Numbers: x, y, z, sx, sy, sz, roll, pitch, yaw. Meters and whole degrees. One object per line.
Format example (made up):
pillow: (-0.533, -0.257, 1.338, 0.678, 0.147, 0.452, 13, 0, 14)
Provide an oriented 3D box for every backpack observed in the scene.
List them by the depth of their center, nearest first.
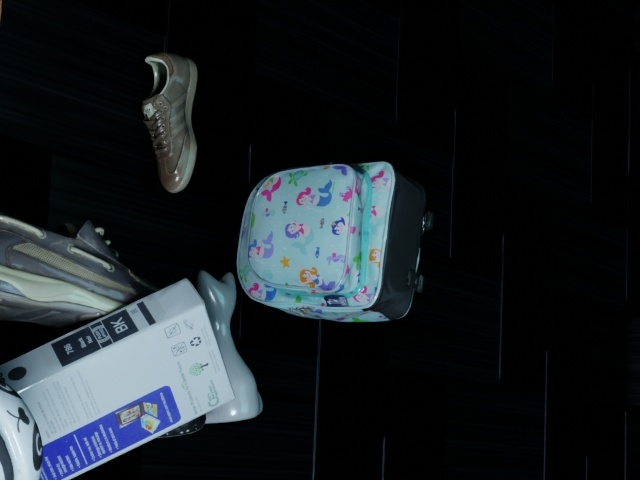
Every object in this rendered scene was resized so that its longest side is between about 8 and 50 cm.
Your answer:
backpack: (0.000, 0.000, 2.061, 0.191, 0.254, 0.225, 20, 74, -49)

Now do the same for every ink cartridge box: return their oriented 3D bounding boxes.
ink cartridge box: (-0.271, 0.183, 1.683, 0.333, 0.065, 0.165, -25, 132, -15)

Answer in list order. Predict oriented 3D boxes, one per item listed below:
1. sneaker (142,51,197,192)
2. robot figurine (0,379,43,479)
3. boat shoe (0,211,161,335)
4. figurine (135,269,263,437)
sneaker: (-0.208, -0.157, 1.949, 0.071, 0.066, 0.188, 12, 71, -38)
robot figurine: (-0.385, 0.227, 1.380, 0.278, 0.174, 0.209, -29, 134, -52)
boat shoe: (-0.283, 0.038, 1.726, 0.355, 0.132, 0.130, 19, 66, -47)
figurine: (-0.169, 0.142, 1.951, 0.215, 0.092, 0.209, -4, 86, -57)
